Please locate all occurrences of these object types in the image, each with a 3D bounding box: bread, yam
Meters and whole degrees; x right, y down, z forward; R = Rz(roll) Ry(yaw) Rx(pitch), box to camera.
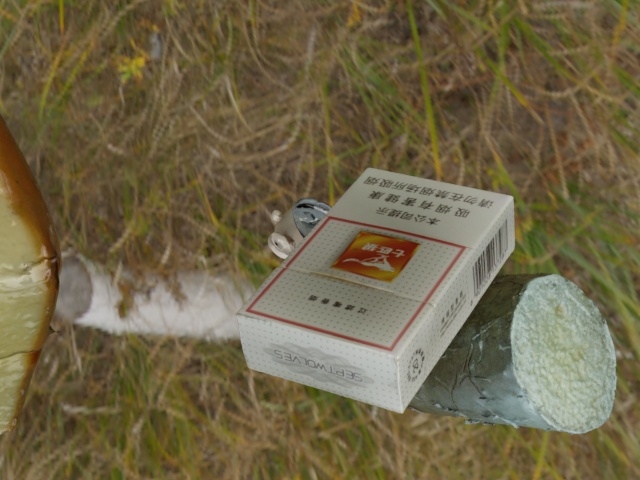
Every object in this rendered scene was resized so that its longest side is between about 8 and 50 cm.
[{"bbox_3d":[-0.354,-0.014,1.061,0.143,0.333,0.323,-18,160,-29],"label":"bread"},{"bbox_3d":[0.266,0.177,1.892,0.241,0.348,0.241,3,85,-41],"label":"yam"}]

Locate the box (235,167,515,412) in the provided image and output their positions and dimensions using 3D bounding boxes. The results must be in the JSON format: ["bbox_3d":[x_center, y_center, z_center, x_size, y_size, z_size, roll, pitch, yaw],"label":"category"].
[{"bbox_3d":[0.077,0.048,1.454,0.210,0.330,0.095,13,132,27],"label":"box"}]

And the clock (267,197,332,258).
[{"bbox_3d":[0.000,0.000,2.004,0.063,0.155,0.229,-44,153,28],"label":"clock"}]
